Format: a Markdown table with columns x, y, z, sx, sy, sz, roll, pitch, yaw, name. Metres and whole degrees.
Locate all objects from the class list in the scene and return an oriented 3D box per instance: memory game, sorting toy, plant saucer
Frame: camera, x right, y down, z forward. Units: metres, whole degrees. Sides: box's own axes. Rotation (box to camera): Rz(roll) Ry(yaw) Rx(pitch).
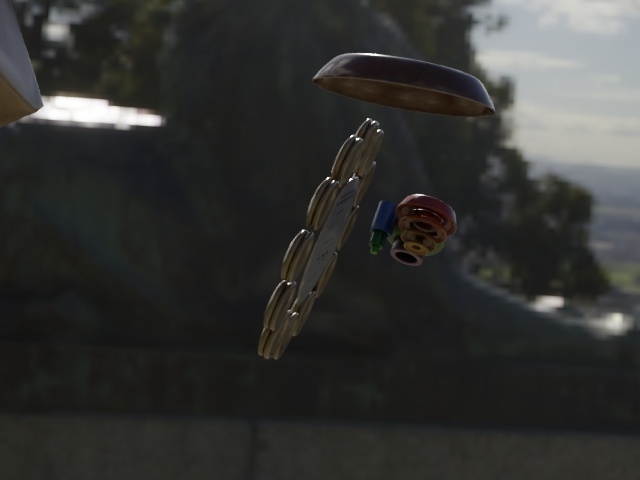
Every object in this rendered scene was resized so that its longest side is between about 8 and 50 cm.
| x | y | z | sx | sy | sz | roll | pitch | yaw | name |
| --- | --- | --- | --- | --- | --- | --- | --- | --- | --- |
| 0.000 | 0.000 | 1.333 | 0.012 | 0.186 | 0.186 | 25 | 6 | 9 | memory game |
| 0.067 | -0.001 | 1.477 | 0.061 | 0.042 | 0.102 | 21 | -22 | -1 | sorting toy |
| 0.077 | -0.141 | 1.733 | 0.168 | 0.029 | 0.168 | 10 | -2 | 0 | plant saucer |

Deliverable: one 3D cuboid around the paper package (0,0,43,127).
| x | y | z | sx | sy | sz | roll | pitch | yaw | name |
| --- | --- | --- | --- | --- | --- | --- | --- | --- | --- |
| -0.302 | -0.209 | 0.919 | 0.168 | 0.309 | 0.325 | -26 | -32 | 7 | paper package |
